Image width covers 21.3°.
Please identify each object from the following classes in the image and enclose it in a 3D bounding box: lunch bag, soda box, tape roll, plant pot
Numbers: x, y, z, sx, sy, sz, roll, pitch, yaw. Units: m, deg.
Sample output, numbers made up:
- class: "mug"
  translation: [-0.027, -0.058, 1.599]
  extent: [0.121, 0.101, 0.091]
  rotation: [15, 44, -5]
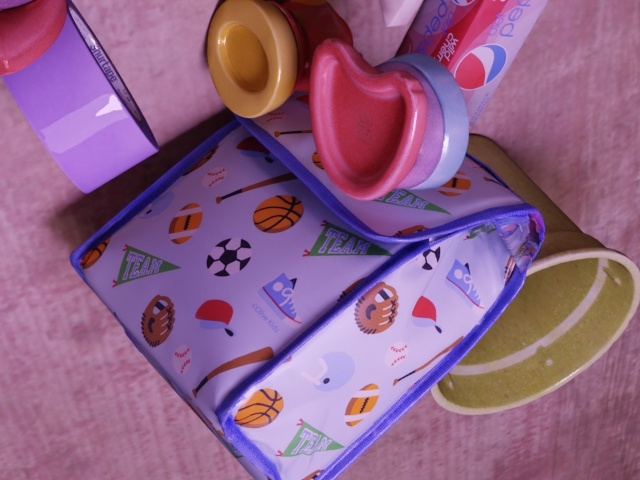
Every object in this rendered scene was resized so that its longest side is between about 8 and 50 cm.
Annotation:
- class: "lunch bag"
  translation: [-0.008, 0.018, 1.742]
  extent: [0.385, 0.328, 0.239]
  rotation: [-39, 137, -9]
- class: "soda box"
  translation: [0.172, -0.246, 1.820]
  extent: [0.092, 0.083, 0.263]
  rotation: [-1, 136, -34]
- class: "tape roll"
  translation: [-0.231, -0.143, 1.565]
  extent: [0.080, 0.189, 0.189]
  rotation: [-31, 144, 0]
- class: "plant pot"
  translation: [0.196, 0.021, 2.012]
  extent: [0.276, 0.254, 0.276]
  rotation: [-19, 143, -15]

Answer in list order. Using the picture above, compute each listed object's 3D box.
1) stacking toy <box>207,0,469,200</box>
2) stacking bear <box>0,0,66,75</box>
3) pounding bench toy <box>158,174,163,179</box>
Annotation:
- class: "stacking toy"
  translation: [0.044, -0.206, 1.624]
  extent: [0.130, 0.309, 0.279]
  rotation: [-12, 130, -38]
- class: "stacking bear"
  translation: [-0.283, -0.307, 1.364]
  extent: [0.164, 0.175, 0.289]
  rotation: [-47, 151, -46]
- class: "pounding bench toy"
  translation: [-0.150, -0.043, 1.859]
  extent: [0.065, 0.052, 0.083]
  rotation: [18, 122, -46]
